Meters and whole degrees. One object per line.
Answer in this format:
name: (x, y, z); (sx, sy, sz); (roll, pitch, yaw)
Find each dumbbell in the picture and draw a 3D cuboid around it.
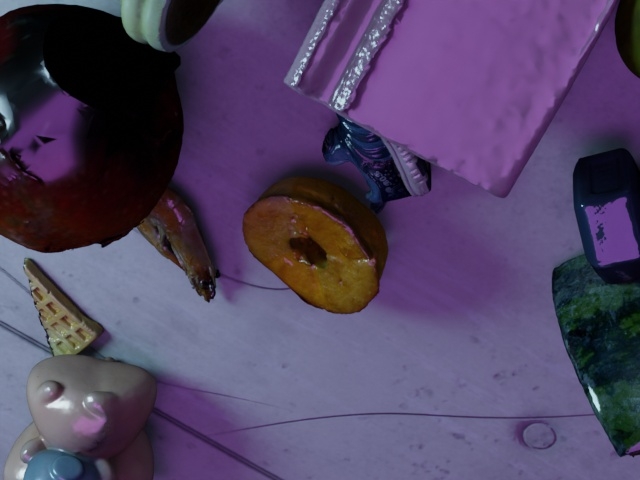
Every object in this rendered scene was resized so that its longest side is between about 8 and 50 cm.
dumbbell: (0.443, -0.052, 1.547); (0.316, 0.143, 0.156); (-13, 159, 20)

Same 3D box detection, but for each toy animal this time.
toy animal: (-0.323, 0.265, 1.893); (0.210, 0.229, 0.221); (11, 85, 6)

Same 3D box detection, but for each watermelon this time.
watermelon: (0.432, 0.112, 1.667); (0.283, 0.292, 0.250); (-16, 79, 4)

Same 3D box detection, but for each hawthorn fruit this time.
hawthorn fruit: (-0.290, -0.132, 1.590); (0.316, 0.316, 0.316); (6, 121, 9)

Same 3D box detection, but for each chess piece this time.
chess piece: (-0.247, -0.340, 1.503); (0.298, 0.176, 0.176); (30, 123, 9)

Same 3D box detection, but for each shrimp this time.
shrimp: (-0.184, 0.000, 1.788); (0.101, 0.042, 0.190); (-9, 120, 41)

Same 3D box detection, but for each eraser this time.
eraser: (0.163, -0.264, 1.452); (0.272, 0.122, 0.359); (28, 107, -5)

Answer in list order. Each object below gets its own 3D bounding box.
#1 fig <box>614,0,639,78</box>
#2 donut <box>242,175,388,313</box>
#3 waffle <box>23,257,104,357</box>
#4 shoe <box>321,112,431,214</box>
fig: (0.390, -0.237, 1.443); (0.181, 0.181, 0.191); (44, 138, -14)
donut: (0.001, -0.001, 1.705); (0.190, 0.074, 0.174); (31, 144, 4)
waffle: (-0.378, 0.100, 1.897); (0.097, 0.023, 0.152); (-34, 110, 26)
shoe: (0.047, -0.123, 1.629); (0.106, 0.091, 0.207); (-25, 116, 18)
